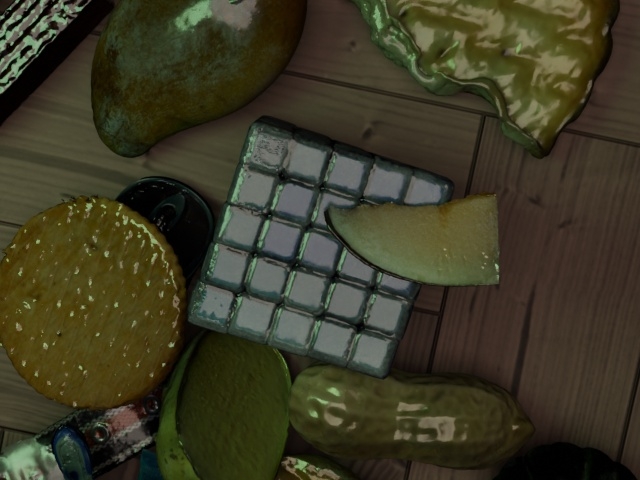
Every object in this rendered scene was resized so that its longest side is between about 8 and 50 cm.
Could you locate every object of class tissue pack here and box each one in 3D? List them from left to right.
[{"bbox_3d":[-0.185,0.303,1.688,0.085,0.028,0.138,20,137,0],"label":"tissue pack"}]

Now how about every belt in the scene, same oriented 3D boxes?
[{"bbox_3d":[-0.332,0.275,1.683,0.359,0.126,0.094,-32,80,-2],"label":"belt"}]

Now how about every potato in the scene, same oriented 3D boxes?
[{"bbox_3d":[-0.128,0.209,1.625,0.160,0.271,0.111,41,125,-22],"label":"potato"}]

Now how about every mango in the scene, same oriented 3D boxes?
[{"bbox_3d":[-0.150,-0.226,1.639,0.316,0.146,0.193,-42,91,18],"label":"mango"}]

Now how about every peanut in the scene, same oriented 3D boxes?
[{"bbox_3d":[0.107,0.207,1.663,0.298,0.136,0.120,9,89,-5],"label":"peanut"}]

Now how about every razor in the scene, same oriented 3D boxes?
[{"bbox_3d":[-0.254,0.349,1.648,0.093,0.056,0.324,-12,123,1],"label":"razor"}]

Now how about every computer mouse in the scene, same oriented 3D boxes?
[{"bbox_3d":[-0.221,0.034,1.676,0.137,0.096,0.233,29,95,0],"label":"computer mouse"}]

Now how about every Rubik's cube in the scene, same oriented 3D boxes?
[{"bbox_3d":[0.000,0.000,1.598,0.237,0.238,0.237,16,95,-1],"label":"Rubik's cube"}]

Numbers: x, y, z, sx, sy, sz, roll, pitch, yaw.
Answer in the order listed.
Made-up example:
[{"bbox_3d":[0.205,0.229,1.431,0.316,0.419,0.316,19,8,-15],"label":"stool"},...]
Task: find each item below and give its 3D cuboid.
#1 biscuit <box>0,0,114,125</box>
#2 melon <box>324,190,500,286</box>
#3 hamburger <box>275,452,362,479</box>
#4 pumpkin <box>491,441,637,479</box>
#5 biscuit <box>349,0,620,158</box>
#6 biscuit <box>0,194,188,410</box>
[{"bbox_3d":[-0.348,-0.228,1.655,0.070,0.106,0.252,44,93,0],"label":"biscuit"},{"bbox_3d":[0.097,0.003,1.457,0.182,0.054,0.098,-5,89,-6],"label":"melon"},{"bbox_3d":[-0.040,0.398,1.683,0.285,0.134,0.265,-41,90,-3],"label":"hamburger"},{"bbox_3d":[0.288,0.348,1.656,0.220,0.162,0.220,0,92,5],"label":"pumpkin"},{"bbox_3d":[0.196,-0.253,1.660,0.329,0.078,0.335,-15,94,0],"label":"biscuit"},{"bbox_3d":[-0.264,0.074,1.620,0.254,0.035,0.254,2,95,19],"label":"biscuit"}]
